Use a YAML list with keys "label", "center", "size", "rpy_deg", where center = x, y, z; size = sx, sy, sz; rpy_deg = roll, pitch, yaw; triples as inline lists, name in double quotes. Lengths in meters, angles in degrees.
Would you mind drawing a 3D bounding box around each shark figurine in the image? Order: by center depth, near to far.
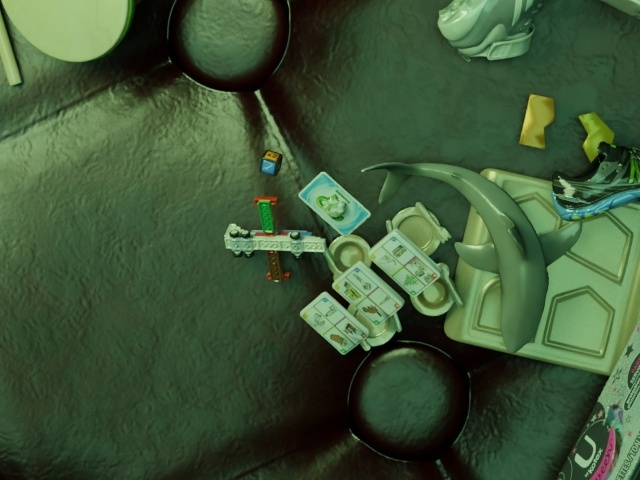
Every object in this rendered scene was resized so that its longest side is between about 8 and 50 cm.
- label: "shark figurine"
  center: [0.191, -0.022, 1.867]
  size: [0.166, 0.116, 0.278]
  rpy_deg: [-42, 89, 7]

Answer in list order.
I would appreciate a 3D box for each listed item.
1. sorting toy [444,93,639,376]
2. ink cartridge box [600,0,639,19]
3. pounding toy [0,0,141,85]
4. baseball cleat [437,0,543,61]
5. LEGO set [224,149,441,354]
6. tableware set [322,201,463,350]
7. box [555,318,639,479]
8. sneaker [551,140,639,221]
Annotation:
- label: "sorting toy"
  center: [0.289, -0.008, 1.930]
  size: [0.229, 0.041, 0.307]
  rpy_deg: [13, 95, 7]
- label: "ink cartridge box"
  center: [0.389, -0.364, 1.832]
  size: [0.092, 0.160, 0.219]
  rpy_deg: [23, 95, 3]
- label: "pounding toy"
  center: [-0.298, -0.306, 1.928]
  size: [0.237, 0.110, 0.183]
  rpy_deg: [-16, 106, 34]
- label: "baseball cleat"
  center: [0.238, -0.284, 1.884]
  size: [0.206, 0.072, 0.109]
  rpy_deg: [-31, 121, 23]
- label: "LEGO set"
  center: [0.000, 0.000, 1.911]
  size: [0.244, 0.060, 0.182]
  rpy_deg: [41, 124, -9]
- label: "tableware set"
  center: [0.086, 0.043, 1.947]
  size: [0.169, 0.020, 0.141]
  rpy_deg: [-24, 88, 10]
- label: "box"
  center: [0.400, 0.240, 1.866]
  size: [0.163, 0.142, 0.247]
  rpy_deg: [24, 95, -19]
- label: "sneaker"
  center: [0.353, -0.084, 1.859]
  size: [0.188, 0.067, 0.078]
  rpy_deg: [-21, 91, 2]
